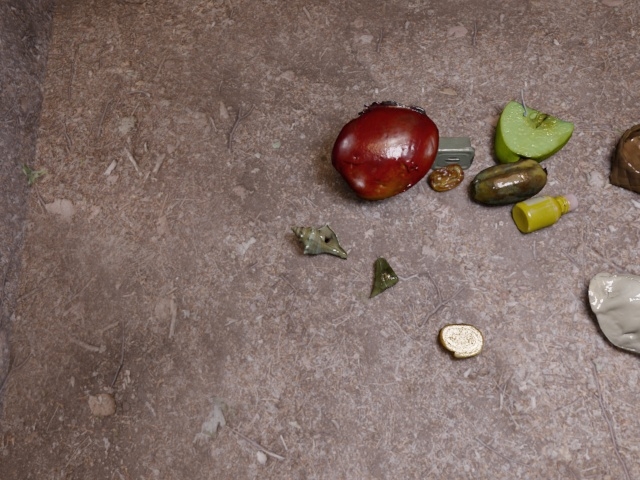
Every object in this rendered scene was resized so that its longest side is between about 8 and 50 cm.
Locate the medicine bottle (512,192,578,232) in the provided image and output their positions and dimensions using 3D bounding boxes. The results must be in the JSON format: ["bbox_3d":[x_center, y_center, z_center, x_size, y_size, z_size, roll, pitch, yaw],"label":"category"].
[{"bbox_3d":[0.859,-0.115,1.611,0.212,0.122,0.122,-19,68,-1],"label":"medicine bottle"}]

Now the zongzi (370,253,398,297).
[{"bbox_3d":[0.211,0.128,1.634,0.130,0.062,0.154,-34,62,6],"label":"zongzi"}]

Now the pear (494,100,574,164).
[{"bbox_3d":[0.826,-0.392,1.707,0.292,0.159,0.292,-4,67,9],"label":"pear"}]

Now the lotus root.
[{"bbox_3d":[0.724,-0.215,1.636,0.275,0.160,0.152,-11,57,14],"label":"lotus root"}]

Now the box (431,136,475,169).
[{"bbox_3d":[0.542,-0.365,1.753,0.172,0.124,0.093,1,59,6],"label":"box"}]

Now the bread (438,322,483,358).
[{"bbox_3d":[0.497,0.354,1.496,0.149,0.073,0.122,-3,70,6],"label":"bread"}]

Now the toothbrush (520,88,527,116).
[{"bbox_3d":[0.806,-0.548,1.681,0.013,0.011,0.131,7,68,-9],"label":"toothbrush"}]

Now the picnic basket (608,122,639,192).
[{"bbox_3d":[1.284,-0.324,1.539,0.337,0.337,0.293,24,73,15],"label":"picnic basket"}]

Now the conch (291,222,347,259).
[{"bbox_3d":[-0.009,-0.005,1.689,0.234,0.114,0.137,12,78,-26],"label":"conch"}]

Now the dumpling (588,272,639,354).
[{"bbox_3d":[1.083,0.252,1.417,0.341,0.181,0.260,21,81,-9],"label":"dumpling"}]

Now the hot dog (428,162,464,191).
[{"bbox_3d":[0.519,-0.258,1.734,0.147,0.065,0.099,-17,98,0],"label":"hot dog"}]

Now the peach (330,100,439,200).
[{"bbox_3d":[0.263,-0.343,1.656,0.416,0.339,0.353,-36,65,0],"label":"peach"}]
